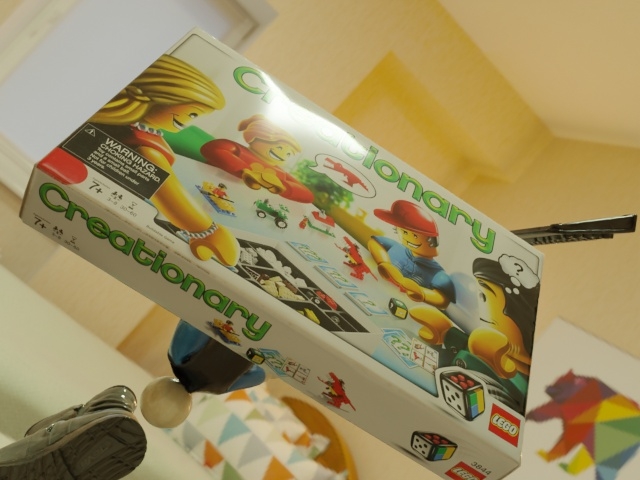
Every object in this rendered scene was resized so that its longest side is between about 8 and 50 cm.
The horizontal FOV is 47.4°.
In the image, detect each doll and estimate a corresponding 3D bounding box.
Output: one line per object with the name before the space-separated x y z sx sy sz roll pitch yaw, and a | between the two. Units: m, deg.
doll | -0.056 0.066 0.541 0.046 0.189 0.129 33 -19 37

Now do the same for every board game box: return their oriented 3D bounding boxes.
board game box | 0.000 0.000 0.467 0.305 0.053 0.193 32 41 -6

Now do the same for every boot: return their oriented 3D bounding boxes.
boot | -0.301 0.234 0.761 0.161 0.246 0.083 2 -69 69

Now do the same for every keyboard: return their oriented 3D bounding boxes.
keyboard | 0.328 -0.008 1.029 0.317 0.202 0.033 171 -88 -76
